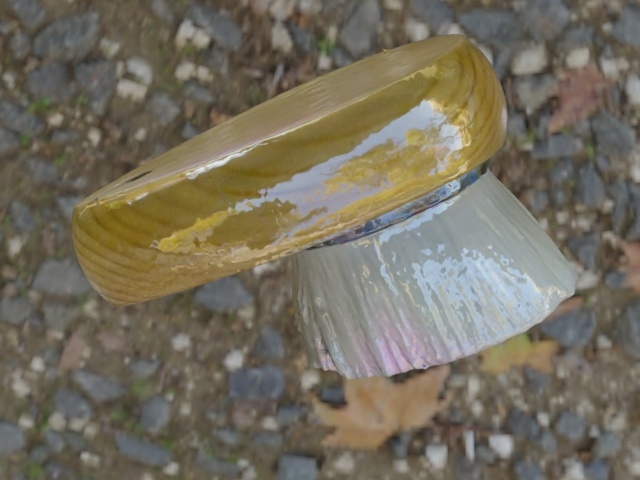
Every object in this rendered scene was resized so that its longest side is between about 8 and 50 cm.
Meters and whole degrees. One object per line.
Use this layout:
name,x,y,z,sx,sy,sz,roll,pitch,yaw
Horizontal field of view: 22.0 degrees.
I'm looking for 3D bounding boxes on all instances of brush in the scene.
brush,0.000,0.000,0.953,0.266,0.174,0.166,-22,103,-9
